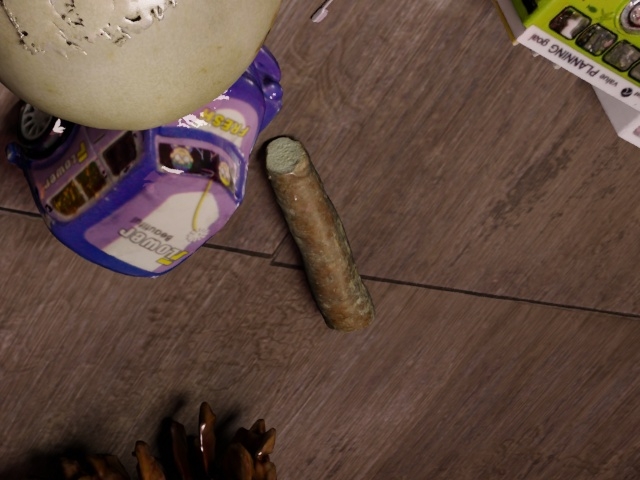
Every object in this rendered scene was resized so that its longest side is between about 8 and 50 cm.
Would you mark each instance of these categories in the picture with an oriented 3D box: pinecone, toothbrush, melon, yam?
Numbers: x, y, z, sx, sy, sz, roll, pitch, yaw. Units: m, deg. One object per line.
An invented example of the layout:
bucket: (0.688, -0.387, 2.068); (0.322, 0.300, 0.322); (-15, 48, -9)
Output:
pinecone: (-0.189, 0.361, 1.877); (0.384, 0.384, 0.384); (-13, 140, -11)
toothbrush: (0.024, -0.224, 1.560); (0.008, 0.006, 0.097); (8, 134, -48)
melon: (-0.158, -0.233, 1.263); (0.268, 0.268, 0.330); (-18, 134, -4)
yam: (0.000, 0.000, 1.770); (0.061, 0.061, 0.274); (-21, 140, 0)

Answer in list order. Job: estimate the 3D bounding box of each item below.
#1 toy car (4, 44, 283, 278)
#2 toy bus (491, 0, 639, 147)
toy car: (-0.137, -0.079, 1.535); (0.235, 0.158, 0.172); (-42, 138, 24)
toy bus: (0.282, -0.185, 1.648); (0.301, 0.113, 0.139); (24, 124, -38)
